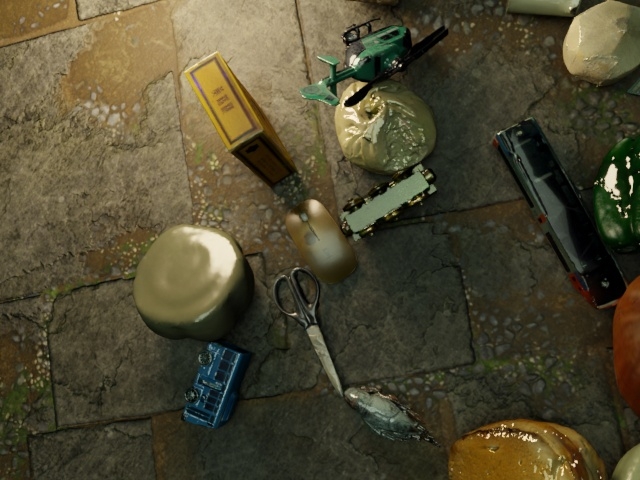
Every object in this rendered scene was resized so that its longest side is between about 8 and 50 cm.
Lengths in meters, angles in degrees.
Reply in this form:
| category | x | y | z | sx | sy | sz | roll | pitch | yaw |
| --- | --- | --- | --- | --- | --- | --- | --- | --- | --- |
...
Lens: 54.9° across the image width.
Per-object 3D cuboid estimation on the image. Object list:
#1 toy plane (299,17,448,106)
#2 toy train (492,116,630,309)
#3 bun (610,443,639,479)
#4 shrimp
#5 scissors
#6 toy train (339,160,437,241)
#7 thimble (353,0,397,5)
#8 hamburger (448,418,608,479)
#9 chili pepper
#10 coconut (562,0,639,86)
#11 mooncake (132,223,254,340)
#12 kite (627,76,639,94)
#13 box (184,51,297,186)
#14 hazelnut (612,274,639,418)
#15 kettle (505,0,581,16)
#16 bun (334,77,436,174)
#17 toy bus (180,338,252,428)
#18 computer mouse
| category | x | y | z | sx | sy | sz | roll | pitch | yaw |
| --- | --- | --- | --- | --- | --- | --- | --- | --- | --- |
| toy plane | 0.097 | -0.372 | 1.287 | 0.381 | 0.106 | 0.155 | -33 | 48 | -31 |
| toy train | 0.488 | -0.054 | 1.254 | 0.086 | 0.089 | 0.409 | -26 | 80 | 0 |
| bun | 0.658 | 0.506 | 1.113 | 0.283 | 0.179 | 0.283 | -4 | 53 | 5 |
| shrimp | 0.151 | 0.375 | 1.282 | 0.232 | 0.079 | 0.090 | 29 | 94 | 9 |
| scissors | -0.013 | 0.201 | 1.346 | 0.109 | 0.022 | 0.300 | -28 | 73 | 7 |
| toy train | 0.144 | -0.080 | 1.305 | 0.225 | 0.137 | 0.090 | -32 | 86 | 10 |
| thimble | 0.126 | -0.631 | 1.346 | 0.148 | 0.196 | 0.229 | 14 | 57 | 10 |
| hamburger | 0.384 | 0.487 | 1.139 | 0.284 | 0.174 | 0.305 | -11 | 74 | 43 |
| chili pepper | 0.658 | -0.086 | 1.139 | 0.248 | 0.233 | 0.257 | 3 | 79 | -16 |
| coconut | 0.575 | -0.398 | 1.238 | 0.161 | 0.162 | 0.161 | -1 | 83 | 11 |
| mooncake | -0.274 | 0.097 | 1.344 | 0.274 | 0.135 | 0.275 | -6 | 58 | 9 |
| kite | 0.804 | -0.334 | 1.248 | 0.335 | 0.011 | 0.314 | -2 | 78 | 17 |
| box | -0.157 | -0.242 | 1.297 | 0.084 | 0.301 | 0.193 | -32 | 78 | 4 |
| hazelnut | 0.672 | 0.205 | 1.055 | 0.372 | 0.372 | 0.315 | 40 | 93 | 13 |
| kettle | 0.480 | -0.535 | 1.319 | 0.148 | 0.127 | 0.098 | 9 | 117 | 10 |
| bun | 0.136 | -0.251 | 1.334 | 0.237 | 0.116 | 0.210 | 28 | 89 | 15 |
| toy bus | -0.228 | 0.318 | 1.356 | 0.106 | 0.090 | 0.185 | 19 | 87 | 11 |
| computer mouse | 0.000 | 0.000 | 1.369 | 0.102 | 0.045 | 0.199 | -33 | 79 | 4 |
